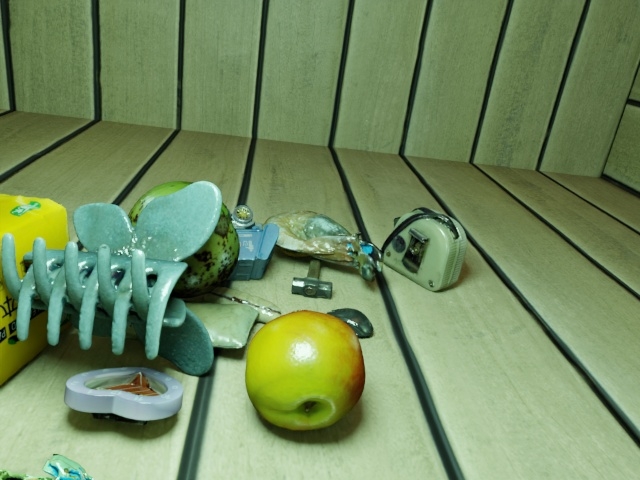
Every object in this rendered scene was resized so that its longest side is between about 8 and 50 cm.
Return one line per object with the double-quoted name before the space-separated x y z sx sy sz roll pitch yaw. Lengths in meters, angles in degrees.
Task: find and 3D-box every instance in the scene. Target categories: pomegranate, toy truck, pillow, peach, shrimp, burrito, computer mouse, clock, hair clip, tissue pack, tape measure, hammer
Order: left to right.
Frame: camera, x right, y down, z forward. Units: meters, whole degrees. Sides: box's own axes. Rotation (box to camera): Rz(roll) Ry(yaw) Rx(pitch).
"tissue pack" -0.647 0.108 0.984 0.228 0.293 0.382 6 22 8
"burrito" -0.356 0.364 0.770 0.288 0.054 0.104 8 22 -1
"hair clip" -0.373 0.077 0.979 0.318 0.392 0.238 7 7 9
"clock" -0.342 0.279 0.959 0.198 0.064 0.172 9 3 0
"pomegranate" -0.356 0.023 1.210 0.340 0.285 0.285 -28 35 -18
"pillow" -0.300 0.179 1.202 0.302 0.075 0.185 6 18 1
"toy truck" -0.298 0.007 1.462 0.367 0.146 0.175 0 57 -14
"peach" -0.029 0.237 0.995 0.231 0.231 0.231 7 23 -3
"hammer" -0.011 0.061 1.604 0.111 0.043 0.365 8 25 1
"shrimp" 0.000 0.000 1.592 0.445 0.110 0.221 23 32 37
"computer mouse" 0.073 0.195 1.333 0.135 0.047 0.079 22 25 35
"tape measure" 0.297 0.004 1.626 0.133 0.231 0.271 -13 30 -37

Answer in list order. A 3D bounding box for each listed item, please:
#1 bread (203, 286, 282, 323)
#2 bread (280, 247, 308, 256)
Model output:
"bread" -0.194 0.156 1.327 0.214 0.053 0.073 15 27 15
"bread" -0.079 0.026 1.711 0.110 0.024 0.110 8 23 -3
